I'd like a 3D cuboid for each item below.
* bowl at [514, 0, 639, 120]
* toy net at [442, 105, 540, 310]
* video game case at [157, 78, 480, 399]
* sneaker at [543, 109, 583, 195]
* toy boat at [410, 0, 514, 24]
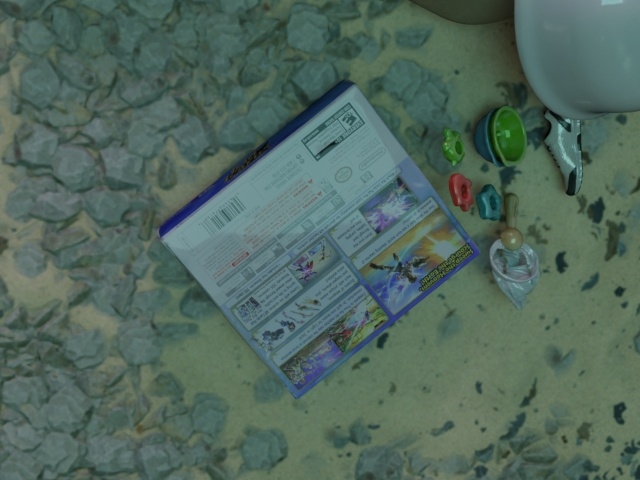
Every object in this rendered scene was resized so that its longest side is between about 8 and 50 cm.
[{"bbox_3d":[0.344,-0.257,1.313,0.298,0.134,0.298,-19,119,-39],"label":"bowl"},{"bbox_3d":[0.203,-0.028,1.422,0.122,0.045,0.232,-29,106,-50],"label":"toy net"},{"bbox_3d":[0.000,0.000,1.410,0.269,0.061,0.244,-38,107,-1],"label":"video game case"},{"bbox_3d":[0.278,-0.104,1.459,0.044,0.040,0.109,-6,102,7],"label":"sneaker"},{"bbox_3d":[0.139,-0.332,1.334,0.231,0.151,0.151,25,69,-16],"label":"toy boat"}]
